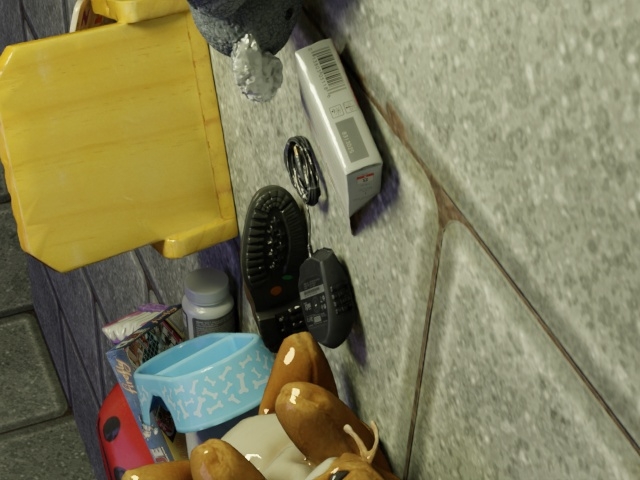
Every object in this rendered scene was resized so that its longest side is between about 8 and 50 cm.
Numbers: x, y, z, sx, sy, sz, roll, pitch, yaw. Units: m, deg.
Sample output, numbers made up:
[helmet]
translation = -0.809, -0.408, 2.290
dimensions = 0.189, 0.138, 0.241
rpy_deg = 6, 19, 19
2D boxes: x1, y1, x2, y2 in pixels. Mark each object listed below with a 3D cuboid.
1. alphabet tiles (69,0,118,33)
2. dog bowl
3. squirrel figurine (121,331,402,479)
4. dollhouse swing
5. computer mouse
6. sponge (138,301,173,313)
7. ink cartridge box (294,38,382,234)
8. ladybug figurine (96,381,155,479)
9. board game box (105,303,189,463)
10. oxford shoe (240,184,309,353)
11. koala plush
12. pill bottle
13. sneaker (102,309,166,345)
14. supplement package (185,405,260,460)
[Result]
[alphabet tiles]
translation = -0.343, -0.288, 1.949
dimensions = 0.278, 0.021, 0.284
rpy_deg = -63, -12, -73
[dog bowl]
translation = -0.160, 0.187, 1.775
dimensions = 0.297, 0.166, 0.074
rpy_deg = -9, 107, 64
[squirrel figurine]
translation = 0.033, 0.331, 1.331
dimensions = 0.370, 0.281, 0.397
rpy_deg = 6, 124, 59
[dollhouse swing]
translation = -0.303, -0.152, 1.774
dimensions = 0.315, 0.305, 0.347
rpy_deg = -149, 47, -64
[computer mouse]
translation = 0.000, 0.000, 1.443
dimensions = 0.071, 0.041, 0.242
rpy_deg = -18, 79, 63
[sponge]
translation = -0.286, 0.176, 2.384
dimensions = 0.210, 0.031, 0.117
rpy_deg = 179, 76, -70
[ink cartridge box]
translation = 0.022, -0.100, 1.321
dimensions = 0.179, 0.045, 0.145
rpy_deg = 74, 175, -71
[ladybug figurine]
translation = -0.303, 0.441, 2.401
dimensions = 0.305, 0.162, 0.449
rpy_deg = -177, 71, -71
[board game box]
translation = -0.213, 0.238, 1.961
dimensions = 0.042, 0.165, 0.243
rpy_deg = -13, 104, 36
[oxford shoe]
translation = -0.066, 0.023, 1.567
dimensions = 0.096, 0.082, 0.227
rpy_deg = -121, 26, -51
[koala plush]
translation = -0.087, -0.262, 1.292
dimensions = 0.221, 0.203, 0.196
rpy_deg = 73, 178, -55
[pill bottle]
translation = -0.165, 0.113, 1.917
dimensions = 0.078, 0.078, 0.137
rpy_deg = -127, 29, -48
[sneaker]
translation = -0.283, 0.179, 2.240
dimensions = 0.236, 0.095, 0.105
rpy_deg = -7, 103, 53
[supplement package]
translation = -0.078, 0.324, 1.727
dimensions = 0.244, 0.139, 0.134
rpy_deg = -140, 42, -61
